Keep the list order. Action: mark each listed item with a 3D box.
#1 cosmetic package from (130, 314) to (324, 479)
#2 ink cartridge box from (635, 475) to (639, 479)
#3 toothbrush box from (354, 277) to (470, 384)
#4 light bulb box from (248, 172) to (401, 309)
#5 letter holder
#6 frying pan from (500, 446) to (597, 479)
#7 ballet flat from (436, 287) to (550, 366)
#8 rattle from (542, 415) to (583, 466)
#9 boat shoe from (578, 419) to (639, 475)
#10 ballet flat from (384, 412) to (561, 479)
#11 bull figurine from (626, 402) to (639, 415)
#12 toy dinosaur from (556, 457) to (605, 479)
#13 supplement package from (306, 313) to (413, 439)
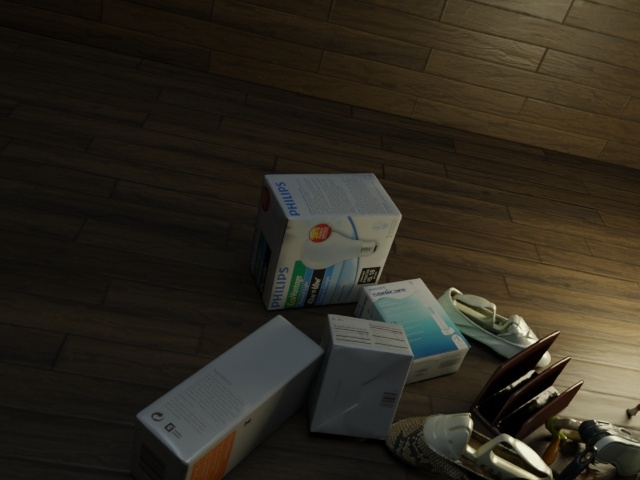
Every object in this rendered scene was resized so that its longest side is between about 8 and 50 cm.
[{"bbox_3d":[-0.207,0.393,1.503,0.161,0.230,0.453,35,42,21],"label":"cosmetic package"},{"bbox_3d":[0.847,0.634,1.593,0.100,0.237,0.172,31,40,18],"label":"ink cartridge box"},{"bbox_3d":[0.266,0.264,1.924,0.216,0.126,0.295,-7,44,-27],"label":"toothbrush box"},{"bbox_3d":[0.000,0.000,1.965,0.361,0.358,0.225,-3,40,-23],"label":"light bulb box"},{"bbox_3d":[0.602,0.404,1.806,0.301,0.214,0.152,-18,49,-37],"label":"letter holder"},{"bbox_3d":[0.484,0.590,1.487,0.197,0.053,0.326,18,61,32],"label":"frying pan"},{"bbox_3d":[0.547,0.268,2.025,0.400,0.139,0.139,25,38,10],"label":"ballet flat"},{"bbox_3d":[0.708,0.568,1.765,0.199,0.130,0.143,32,43,-24],"label":"rattle"},{"bbox_3d":[0.790,0.546,1.719,0.302,0.114,0.091,35,16,-38],"label":"boat shoe"},{"bbox_3d":[0.402,0.529,1.601,0.482,0.182,0.164,24,39,9],"label":"ballet flat"},{"bbox_3d":[0.989,0.497,1.858,0.101,0.188,0.310,16,38,-2],"label":"bull figurine"},{"bbox_3d":[0.695,0.625,1.690,0.211,0.064,0.112,27,40,13],"label":"toy dinosaur"},{"bbox_3d":[0.093,0.344,1.629,0.204,0.262,0.145,10,23,-10],"label":"supplement package"}]
